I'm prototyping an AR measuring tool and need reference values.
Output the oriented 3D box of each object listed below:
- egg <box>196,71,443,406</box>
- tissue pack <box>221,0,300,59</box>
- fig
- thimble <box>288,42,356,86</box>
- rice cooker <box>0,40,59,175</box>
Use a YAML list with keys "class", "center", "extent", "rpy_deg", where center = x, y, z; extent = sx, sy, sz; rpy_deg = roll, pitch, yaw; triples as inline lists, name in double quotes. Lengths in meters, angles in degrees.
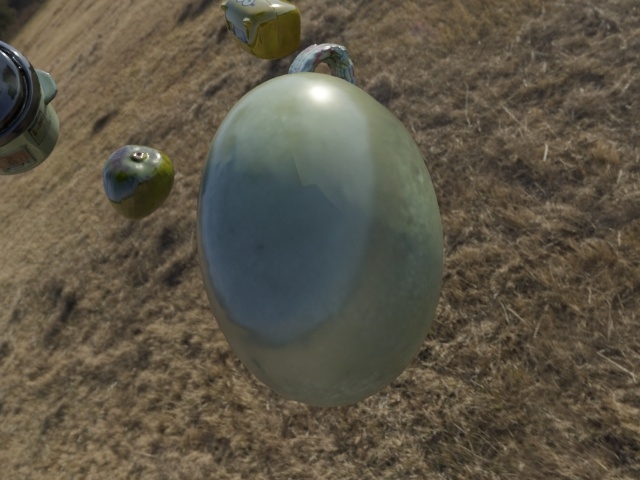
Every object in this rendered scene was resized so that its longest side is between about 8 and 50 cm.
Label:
- class: "egg"
  center: [0.000, 0.000, 0.520]
  extent: [0.258, 0.258, 0.352]
  rpy_deg: [-12, 93, 37]
- class: "tissue pack"
  center: [-0.135, -0.477, 1.061]
  extent: [0.127, 0.123, 0.178]
  rpy_deg: [-24, 50, -22]
- class: "fig"
  center: [-0.534, -0.162, 1.420]
  extent: [0.203, 0.203, 0.225]
  rpy_deg: [-109, 24, -47]
- class: "thimble"
  center: [0.007, -0.470, 1.399]
  extent: [0.149, 0.185, 0.211]
  rpy_deg: [42, 117, 58]
- class: "rice cooker"
  center: [-0.741, -0.293, 1.071]
  extent: [0.316, 0.316, 0.264]
  rpy_deg: [-25, 84, 27]
